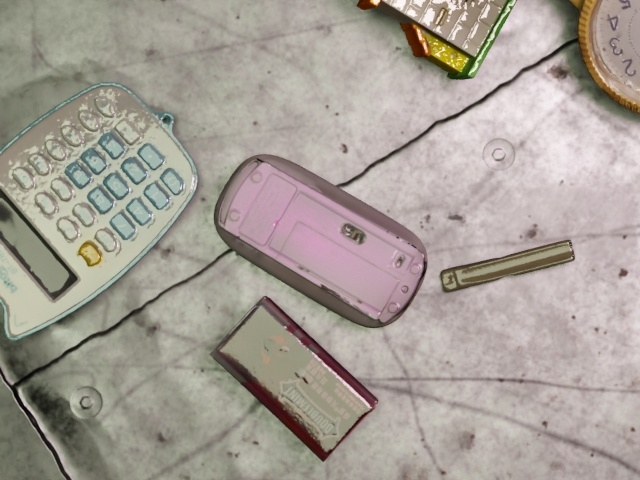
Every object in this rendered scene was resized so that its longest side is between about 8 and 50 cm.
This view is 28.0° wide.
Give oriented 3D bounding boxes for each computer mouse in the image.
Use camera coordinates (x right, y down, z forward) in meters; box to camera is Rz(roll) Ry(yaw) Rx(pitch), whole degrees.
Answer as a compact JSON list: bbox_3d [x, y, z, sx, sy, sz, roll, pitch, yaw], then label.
[{"bbox_3d":[0.000,0.000,1.814,0.310,0.072,0.158,30,89,5],"label":"computer mouse"}]

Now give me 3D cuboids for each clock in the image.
[{"bbox_3d":[0.458,-0.328,1.705,0.244,0.200,0.317,-11,104,44],"label":"clock"},{"bbox_3d":[0.146,-0.379,1.765,0.255,0.106,0.220,30,90,-12],"label":"clock"}]

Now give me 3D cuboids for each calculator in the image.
[{"bbox_3d":[-0.357,-0.053,1.855,0.386,0.054,0.256,-42,85,1],"label":"calculator"}]

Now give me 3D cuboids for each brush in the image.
[{"bbox_3d":[0.264,0.036,1.817,0.190,0.027,0.034,-15,83,11],"label":"brush"}]

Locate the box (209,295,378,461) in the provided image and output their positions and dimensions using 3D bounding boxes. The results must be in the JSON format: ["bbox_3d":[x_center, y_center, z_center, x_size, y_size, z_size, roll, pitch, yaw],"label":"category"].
[{"bbox_3d":[-0.036,0.194,1.814,0.224,0.069,0.120,44,92,3],"label":"box"}]
